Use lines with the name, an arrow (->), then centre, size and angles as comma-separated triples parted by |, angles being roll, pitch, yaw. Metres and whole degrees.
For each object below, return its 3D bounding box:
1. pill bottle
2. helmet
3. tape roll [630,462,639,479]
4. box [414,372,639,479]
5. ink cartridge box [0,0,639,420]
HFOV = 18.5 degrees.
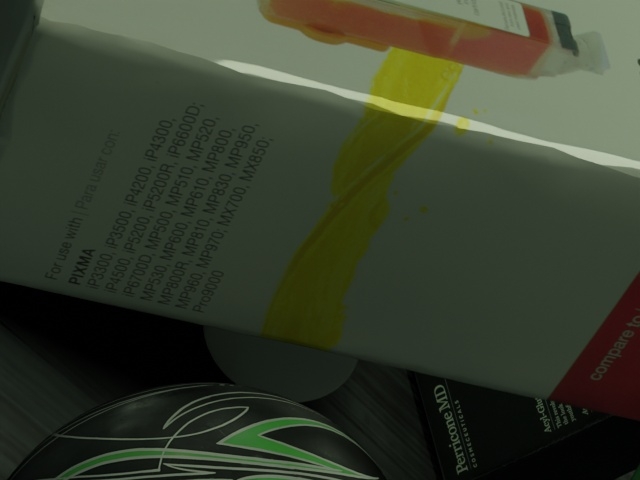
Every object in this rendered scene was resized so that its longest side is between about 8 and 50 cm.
pill bottle -> 0.000, 0.000, 1.038 | 0.108, 0.108, 0.193 | 52, 27, -17
helmet -> -0.048, 0.135, 0.778 | 0.161, 0.169, 0.169 | 56, 21, -50
tape roll -> 0.251, 0.219, 1.094 | 0.321, 0.077, 0.321 | -21, 117, -47
box -> 0.141, 0.010, 1.194 | 0.103, 0.184, 0.261 | 29, 40, -53
ink cartridge box -> 0.030, -0.092, 0.934 | 0.385, 0.160, 0.279 | 13, 45, -17
